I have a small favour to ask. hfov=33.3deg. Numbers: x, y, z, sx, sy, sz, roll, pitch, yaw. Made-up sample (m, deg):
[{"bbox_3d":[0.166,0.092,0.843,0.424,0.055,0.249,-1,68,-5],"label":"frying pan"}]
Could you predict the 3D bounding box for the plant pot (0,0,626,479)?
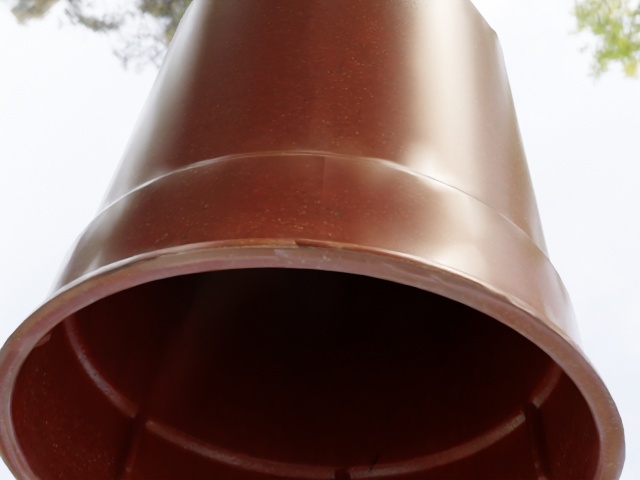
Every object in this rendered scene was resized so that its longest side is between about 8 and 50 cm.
[{"bbox_3d":[0.000,0.000,0.549,0.272,0.272,0.265,-11,-135,17],"label":"plant pot"}]
